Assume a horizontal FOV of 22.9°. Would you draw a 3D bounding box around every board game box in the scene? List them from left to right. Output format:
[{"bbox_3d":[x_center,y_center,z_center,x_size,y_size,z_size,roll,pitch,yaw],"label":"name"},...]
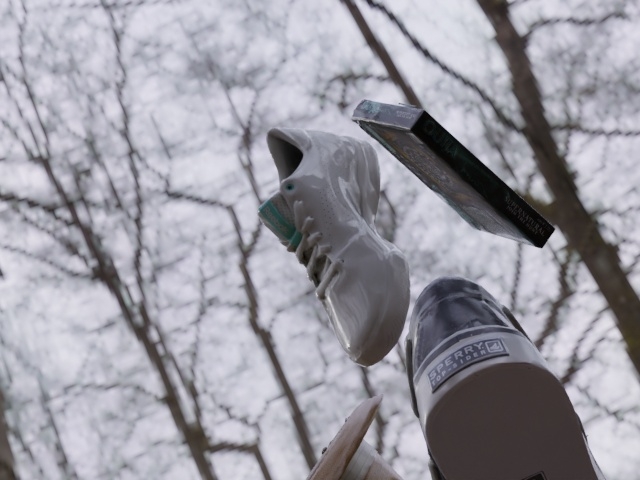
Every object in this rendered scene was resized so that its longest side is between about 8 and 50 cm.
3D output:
[{"bbox_3d":[0.124,-0.064,1.493,0.186,0.126,0.026,40,-99,-26],"label":"board game box"}]

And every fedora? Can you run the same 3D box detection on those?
[{"bbox_3d":[0.015,0.195,1.078,0.194,0.079,0.194,-56,-3,-5],"label":"fedora"}]

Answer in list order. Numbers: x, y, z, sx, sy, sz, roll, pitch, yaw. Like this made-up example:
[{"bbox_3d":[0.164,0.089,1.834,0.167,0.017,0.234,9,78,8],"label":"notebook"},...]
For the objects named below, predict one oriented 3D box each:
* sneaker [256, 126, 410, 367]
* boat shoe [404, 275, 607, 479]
[{"bbox_3d":[0.000,0.000,1.125,0.094,0.212,0.080,18,-53,-28],"label":"sneaker"},{"bbox_3d":[0.116,0.146,0.939,0.108,0.102,0.301,-24,-52,4],"label":"boat shoe"}]
